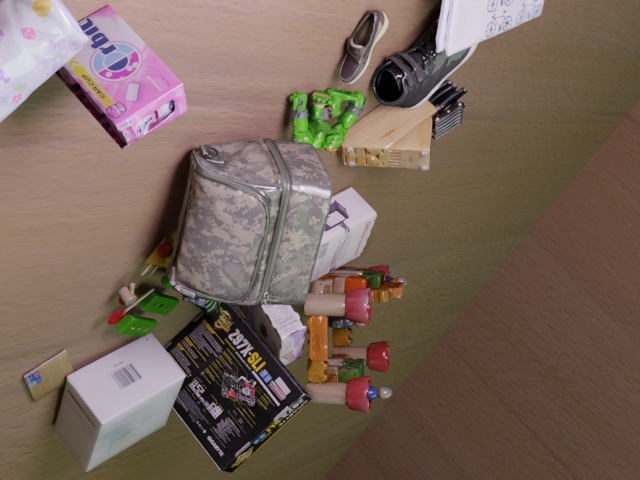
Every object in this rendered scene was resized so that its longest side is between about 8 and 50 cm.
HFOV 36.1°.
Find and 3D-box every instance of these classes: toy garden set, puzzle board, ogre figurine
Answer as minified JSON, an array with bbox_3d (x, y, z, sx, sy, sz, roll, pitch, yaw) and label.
[{"bbox_3d":[-0.334,0.087,1.982,0.244,0.049,0.204,-45,160,7],"label":"toy garden set"},{"bbox_3d":[-0.553,0.276,2.003,0.096,0.011,0.128,-32,156,-22],"label":"puzzle board"},{"bbox_3d":[0.008,-0.234,1.917,0.197,0.096,0.118,-35,144,-60],"label":"ogre figurine"}]

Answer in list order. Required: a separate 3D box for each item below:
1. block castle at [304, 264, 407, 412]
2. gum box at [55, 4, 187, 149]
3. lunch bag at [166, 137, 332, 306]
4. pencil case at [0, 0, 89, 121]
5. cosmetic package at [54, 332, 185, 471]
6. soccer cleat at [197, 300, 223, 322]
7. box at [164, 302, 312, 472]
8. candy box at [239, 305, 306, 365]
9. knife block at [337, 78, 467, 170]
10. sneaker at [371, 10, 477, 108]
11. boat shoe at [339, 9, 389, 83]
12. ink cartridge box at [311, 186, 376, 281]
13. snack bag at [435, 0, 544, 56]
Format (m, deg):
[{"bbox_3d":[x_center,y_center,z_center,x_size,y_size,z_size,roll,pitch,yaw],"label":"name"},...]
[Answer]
[{"bbox_3d":[0.103,0.228,2.470,0.453,0.212,0.303,-32,123,-77],"label":"block castle"},{"bbox_3d":[-0.273,-0.218,1.324,0.107,0.188,0.062,-36,157,-18],"label":"gum box"},{"bbox_3d":[-0.141,-0.030,1.824,0.255,0.213,0.305,4,123,-19],"label":"lunch bag"},{"bbox_3d":[-0.415,-0.208,1.204,0.273,0.113,0.124,-43,150,1],"label":"pencil case"},{"bbox_3d":[-0.442,0.356,2.156,0.224,0.138,0.225,-27,157,-38],"label":"cosmetic package"},{"bbox_3d":[-0.258,0.126,2.179,0.072,0.060,0.179,-23,146,-21],"label":"soccer cleat"},{"bbox_3d":[-0.216,0.327,2.252,0.257,0.322,0.079,-43,157,-1],"label":"box"},{"bbox_3d":[-0.115,0.179,2.313,0.070,0.196,0.165,-25,154,-20],"label":"candy box"},{"bbox_3d":[0.182,-0.281,2.162,0.275,0.242,0.088,3,154,6],"label":"knife block"},{"bbox_3d":[0.215,-0.374,1.981,0.147,0.104,0.296,-21,155,-53],"label":"sneaker"},{"bbox_3d":[0.071,-0.364,1.835,0.049,0.056,0.152,-1,125,-52],"label":"boat shoe"},{"bbox_3d":[0.000,0.000,2.316,0.237,0.100,0.172,-28,154,-31],"label":"ink cartridge box"},{"bbox_3d":[0.350,-0.547,1.862,0.323,0.037,0.343,-27,136,-36],"label":"snack bag"}]
